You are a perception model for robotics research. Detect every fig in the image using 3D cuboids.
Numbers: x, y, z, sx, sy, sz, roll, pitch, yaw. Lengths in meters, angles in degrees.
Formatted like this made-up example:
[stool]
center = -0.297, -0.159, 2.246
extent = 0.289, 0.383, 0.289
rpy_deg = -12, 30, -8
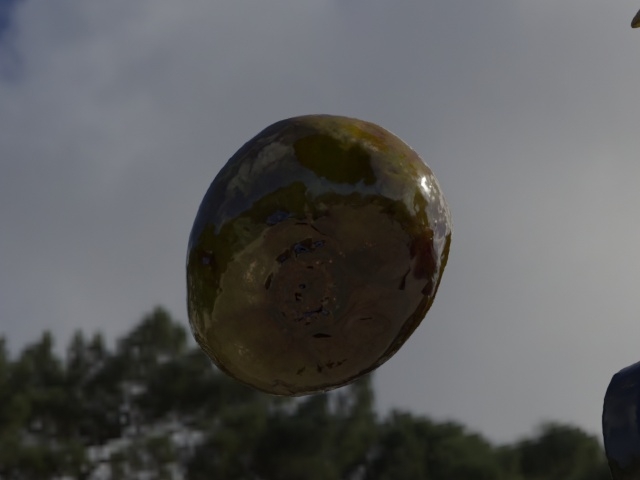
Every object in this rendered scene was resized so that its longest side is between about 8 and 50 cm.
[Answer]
[fig]
center = 0.000, 0.000, 0.565
extent = 0.082, 0.098, 0.084
rpy_deg = -3, -73, 3

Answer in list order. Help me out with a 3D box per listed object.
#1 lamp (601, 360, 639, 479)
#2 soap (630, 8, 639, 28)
[lamp]
center = 0.269, 0.086, 0.923
extent = 0.247, 0.247, 0.247
rpy_deg = -6, -40, -5
[soap]
center = 0.259, -0.186, 1.361
extent = 0.012, 0.089, 0.034
rpy_deg = 48, -31, -11
